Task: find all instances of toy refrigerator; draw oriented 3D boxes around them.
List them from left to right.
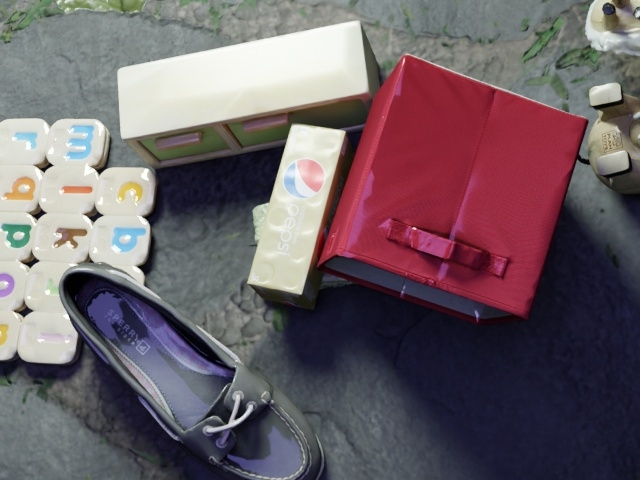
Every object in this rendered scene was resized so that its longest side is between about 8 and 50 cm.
[{"bbox_3d":[-0.074,-0.150,1.279,0.269,0.102,0.094,-9,73,10],"label":"toy refrigerator"}]

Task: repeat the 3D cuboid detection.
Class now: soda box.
[{"bbox_3d":[-0.018,-0.025,1.224,0.061,0.058,0.181,11,74,16],"label":"soda box"}]

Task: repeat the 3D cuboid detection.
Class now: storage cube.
[{"bbox_3d":[0.117,-0.040,1.125,0.183,0.215,0.193,19,84,-3],"label":"storage cube"}]

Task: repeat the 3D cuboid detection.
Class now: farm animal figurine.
[{"bbox_3d":[0.399,-0.082,1.124,0.326,0.172,0.331,8,84,28],"label":"farm animal figurine"}]

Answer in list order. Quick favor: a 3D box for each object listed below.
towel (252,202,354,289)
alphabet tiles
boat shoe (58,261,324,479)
[{"bbox_3d":[0.000,0.000,1.257,0.148,0.027,0.110,-7,72,11],"label":"towel"},{"bbox_3d":[-0.321,-0.002,1.337,0.277,0.021,0.284,1,74,14],"label":"alphabet tiles"},{"bbox_3d":[-0.142,0.142,1.202,0.335,0.095,0.112,39,88,15],"label":"boat shoe"}]
